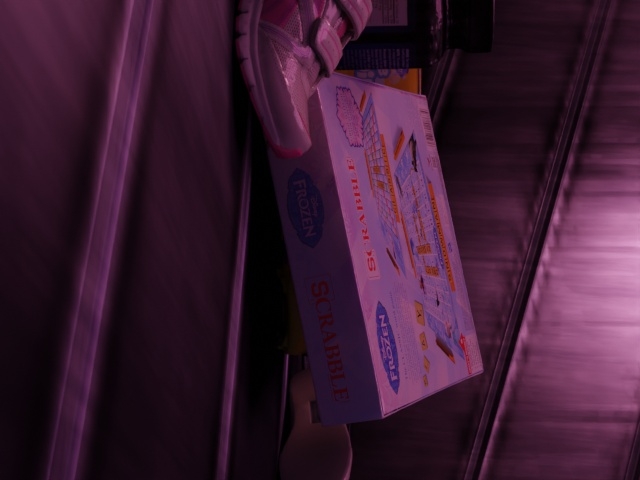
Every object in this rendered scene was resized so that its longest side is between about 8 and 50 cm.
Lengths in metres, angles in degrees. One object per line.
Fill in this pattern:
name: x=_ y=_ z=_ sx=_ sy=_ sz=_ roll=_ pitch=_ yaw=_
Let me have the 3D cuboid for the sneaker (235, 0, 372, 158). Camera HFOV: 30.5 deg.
sneaker: x=-0.009 y=-0.192 z=0.981 sx=0.103 sy=0.111 sz=0.252 roll=66 pitch=24 yaw=-80

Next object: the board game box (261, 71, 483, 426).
board game box: x=0.059 y=0.001 z=1.170 sx=0.318 sy=0.066 sz=0.318 roll=-2 pitch=79 yaw=-66

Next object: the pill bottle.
pill bottle: x=0.056 y=-0.227 z=1.145 sx=0.123 sy=0.219 sz=0.122 roll=0 pitch=90 yaw=-86

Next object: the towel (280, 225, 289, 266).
towel: x=-0.036 y=0.005 z=1.321 sx=0.083 sy=0.009 sz=0.060 roll=86 pitch=7 yaw=-49

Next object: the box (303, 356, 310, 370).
box: x=0.004 y=0.192 z=1.668 sx=0.184 sy=0.045 sz=0.190 roll=-84 pitch=172 yaw=-75

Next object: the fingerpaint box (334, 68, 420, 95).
fingerpaint box: x=0.079 y=-0.415 z=1.886 sx=0.371 sy=0.163 sz=0.444 roll=-79 pitch=168 yaw=-74

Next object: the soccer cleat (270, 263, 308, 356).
soccer cleat: x=0.013 y=0.077 z=1.221 sx=0.289 sy=0.121 sz=0.093 roll=64 pitch=27 yaw=-80

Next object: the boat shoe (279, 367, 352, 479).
boat shoe: x=-0.001 y=0.239 z=1.326 sx=0.227 sy=0.079 sz=0.081 roll=-90 pitch=173 yaw=-59
